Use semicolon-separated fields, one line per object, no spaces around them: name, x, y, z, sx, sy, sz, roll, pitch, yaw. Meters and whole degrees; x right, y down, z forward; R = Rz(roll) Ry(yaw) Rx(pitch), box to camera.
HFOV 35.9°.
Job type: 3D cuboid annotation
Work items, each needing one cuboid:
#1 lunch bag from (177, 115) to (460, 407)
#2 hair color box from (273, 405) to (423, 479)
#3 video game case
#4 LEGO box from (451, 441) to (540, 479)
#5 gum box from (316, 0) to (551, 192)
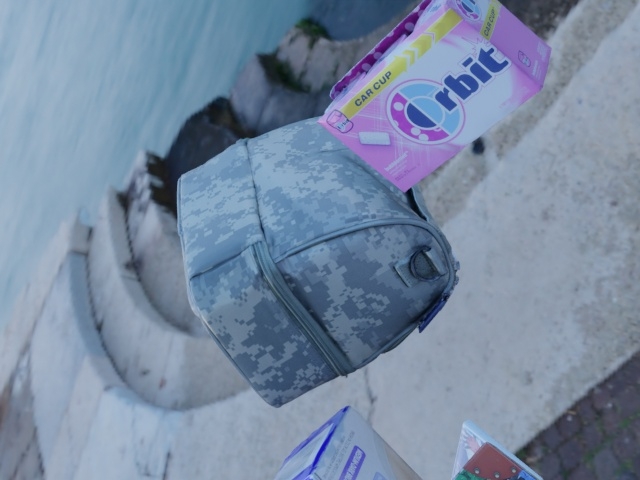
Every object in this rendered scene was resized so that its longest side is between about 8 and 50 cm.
lunch bag;0.000;0.000;1.091;0.256;0.212;0.305;-30;31;10
hair color box;0.094;0.332;0.924;0.110;0.339;0.185;-43;0;16
video game case;0.344;0.484;1.959;0.201;0.023;0.183;37;132;42
LEGO box;0.135;0.567;1.334;0.193;0.372;0.500;36;141;20
gum box;0.092;-0.131;0.857;0.188;0.107;0.062;-38;21;43
